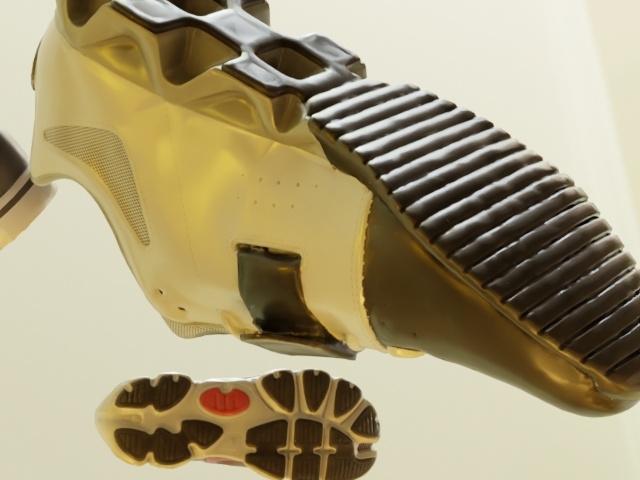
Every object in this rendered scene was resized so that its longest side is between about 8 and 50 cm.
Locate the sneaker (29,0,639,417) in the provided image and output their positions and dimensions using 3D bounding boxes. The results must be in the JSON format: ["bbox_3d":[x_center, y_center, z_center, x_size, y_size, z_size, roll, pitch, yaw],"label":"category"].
[{"bbox_3d":[0.000,0.000,0.764,0.330,0.146,0.122,35,-150,25],"label":"sneaker"}]

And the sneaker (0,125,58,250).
[{"bbox_3d":[-0.336,0.000,1.194,0.127,0.321,0.126,50,-156,-18],"label":"sneaker"}]

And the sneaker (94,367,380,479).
[{"bbox_3d":[-0.048,0.104,1.009,0.169,0.068,0.071,9,175,-13],"label":"sneaker"}]
